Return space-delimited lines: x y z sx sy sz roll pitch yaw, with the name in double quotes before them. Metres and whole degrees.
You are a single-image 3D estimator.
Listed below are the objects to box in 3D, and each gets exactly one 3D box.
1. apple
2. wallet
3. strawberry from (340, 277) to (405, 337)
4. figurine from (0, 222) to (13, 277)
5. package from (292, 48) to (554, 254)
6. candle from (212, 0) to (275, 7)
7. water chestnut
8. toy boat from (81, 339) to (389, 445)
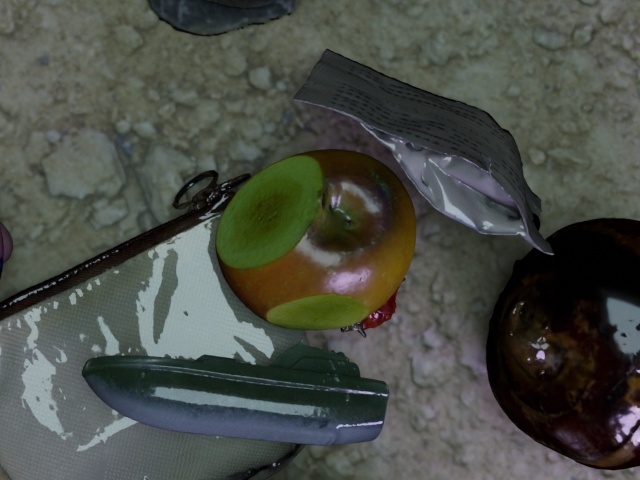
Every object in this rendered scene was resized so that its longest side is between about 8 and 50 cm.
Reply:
"apple" 0.001 -0.006 1.289 0.163 0.147 0.146 11 69 -26
"wallet" -0.157 0.118 1.355 0.335 0.068 0.274 -28 89 -4
"strawberry" 0.025 0.017 1.393 0.104 0.048 0.152 -4 72 -1
"figurine" -0.351 0.009 1.282 0.173 0.173 0.173 0 87 -8
"package" 0.102 -0.089 1.332 0.251 0.204 0.062 34 107 -4
"candle" -0.104 -0.293 1.377 0.168 0.068 0.192 -26 89 -12
"water chestnut" 0.263 0.093 1.345 0.224 0.238 0.223 4 97 33
"toy boat" -0.072 0.124 1.291 0.261 0.078 0.085 6 62 -9
